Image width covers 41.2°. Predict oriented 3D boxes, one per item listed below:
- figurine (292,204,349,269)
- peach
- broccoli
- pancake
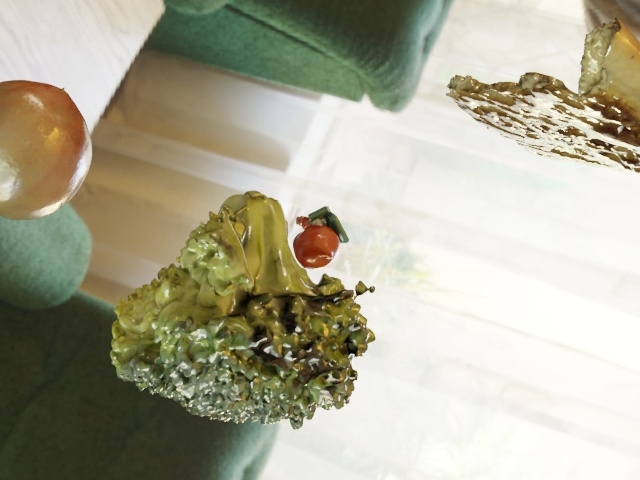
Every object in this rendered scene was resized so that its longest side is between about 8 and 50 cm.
[{"bbox_3d":[0.000,0.000,1.243,0.140,0.075,0.068,-90,156,-67],"label":"figurine"},{"bbox_3d":[-0.174,-0.054,0.501,0.083,0.083,0.083,17,90,-75],"label":"peach"},{"bbox_3d":[-0.086,0.083,1.050,0.347,0.293,0.281,-15,-115,57],"label":"broccoli"},{"bbox_3d":[0.225,-0.098,0.677,0.056,0.212,0.257,-69,-161,0],"label":"pancake"}]
